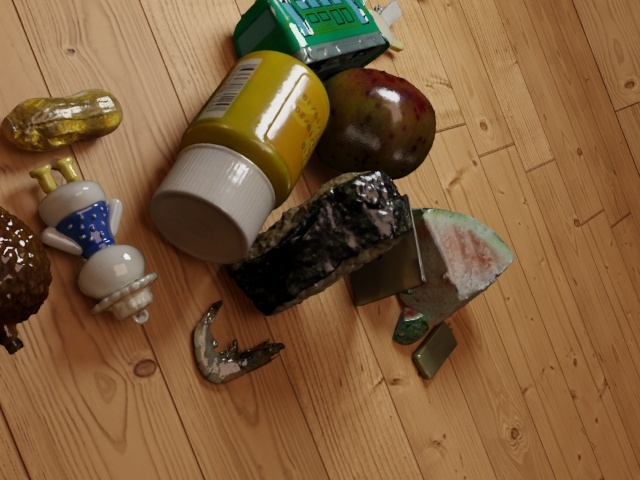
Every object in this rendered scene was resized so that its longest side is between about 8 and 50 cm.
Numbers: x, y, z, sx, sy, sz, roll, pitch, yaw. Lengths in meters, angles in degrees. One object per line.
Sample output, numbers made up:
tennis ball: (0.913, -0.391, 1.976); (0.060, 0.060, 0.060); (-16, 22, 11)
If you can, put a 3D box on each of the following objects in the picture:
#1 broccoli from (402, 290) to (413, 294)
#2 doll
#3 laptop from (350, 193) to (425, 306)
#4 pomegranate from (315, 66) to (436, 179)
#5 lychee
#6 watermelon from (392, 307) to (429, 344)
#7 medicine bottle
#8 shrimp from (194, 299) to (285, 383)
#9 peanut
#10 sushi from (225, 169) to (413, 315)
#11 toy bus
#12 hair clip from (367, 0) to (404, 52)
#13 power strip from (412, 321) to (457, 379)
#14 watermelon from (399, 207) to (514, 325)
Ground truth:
broccoli: (0.145, 0.073, 1.450); (0.120, 0.130, 0.131); (-47, 136, -5)
doll: (-0.356, 0.006, 1.008); (0.138, 0.119, 0.293); (-33, 93, -36)
laptop: (0.128, 0.028, 1.339); (0.015, 0.269, 0.187); (-3, 77, -27)
pomegranate: (0.112, -0.229, 1.446); (0.291, 0.291, 0.323); (-29, 138, -44)
lychee: (-0.461, 0.045, 0.838); (0.200, 0.200, 0.238); (-28, 85, -45)
watermelon: (0.207, 0.208, 1.503); (0.092, 0.072, 0.084); (-28, 111, -6)
medicine bottle: (-0.143, -0.158, 1.177); (0.224, 0.224, 0.384); (43, 50, -24)
shrimp: (-0.154, 0.179, 1.188); (0.195, 0.035, 0.147); (-15, 84, -43)
peanut: (-0.418, -0.198, 1.035); (0.207, 0.087, 0.087); (-29, 96, -46)
sushi: (0.000, 0.000, 1.203); (0.170, 0.350, 0.211); (57, 7, 6)
toy bus: (-0.025, -0.454, 1.422); (0.344, 0.184, 0.199); (-30, 91, -45)
hair clip: (0.163, -0.567, 1.720); (0.159, 0.071, 0.218); (48, 53, -23)
power strip: (0.287, 0.267, 1.567); (0.169, 0.028, 0.076); (-39, 103, -41)
watermelon: (0.294, 0.077, 1.528); (0.387, 0.228, 0.258); (29, 65, -26)
